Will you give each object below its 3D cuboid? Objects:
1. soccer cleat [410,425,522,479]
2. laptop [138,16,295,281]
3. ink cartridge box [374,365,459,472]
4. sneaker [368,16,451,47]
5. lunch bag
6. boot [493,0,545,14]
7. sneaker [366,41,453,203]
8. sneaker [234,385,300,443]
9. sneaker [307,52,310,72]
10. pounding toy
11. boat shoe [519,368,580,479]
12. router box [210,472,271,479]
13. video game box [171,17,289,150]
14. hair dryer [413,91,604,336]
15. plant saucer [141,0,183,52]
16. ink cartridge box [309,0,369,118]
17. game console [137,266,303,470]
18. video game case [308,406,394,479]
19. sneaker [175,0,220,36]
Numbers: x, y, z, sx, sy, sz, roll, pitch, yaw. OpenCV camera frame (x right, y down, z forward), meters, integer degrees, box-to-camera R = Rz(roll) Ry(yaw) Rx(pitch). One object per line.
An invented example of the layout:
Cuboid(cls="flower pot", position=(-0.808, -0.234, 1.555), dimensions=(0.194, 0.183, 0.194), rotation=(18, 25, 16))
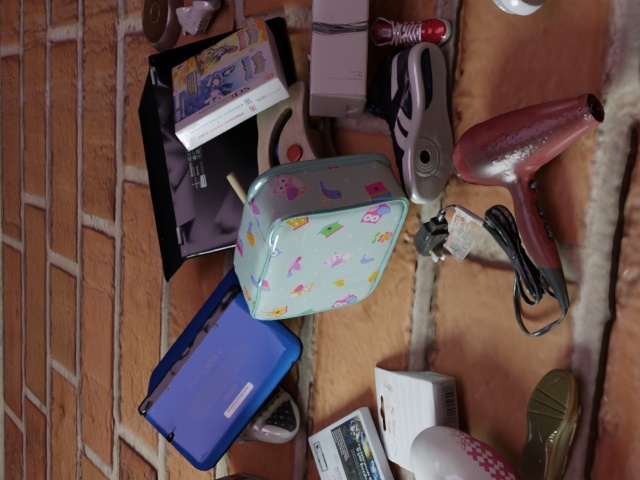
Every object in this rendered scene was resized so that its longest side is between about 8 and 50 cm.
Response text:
Cuboid(cls="soccer cleat", position=(0.211, 0.357, 0.878), dimensions=(0.331, 0.143, 0.116), rotation=(49, 113, 28))
Cuboid(cls="laptop", position=(-0.195, -0.152, 1.420), dimensions=(0.408, 0.236, 0.382), rotation=(-13, 81, 13))
Cuboid(cls="ink cartridge box", position=(0.140, 0.262, 1.088), dimensions=(0.179, 0.045, 0.145), rotation=(175, 90, -70))
Cuboid(cls="sneaker", position=(0.118, -0.286, 1.028), dimensions=(0.118, 0.067, 0.042), rotation=(10, 101, 51))
Cuboid(cls="lunch bag", position=(0.000, 0.000, 1.055), dimensions=(0.279, 0.224, 0.108), rotation=(108, 143, -54))
Cuboid(cls="boot", position=(0.191, -0.360, 0.926), dimensions=(0.123, 0.095, 0.258), rotation=(-41, 54, 52))
Cuboid(cls="sneaker", position=(0.118, -0.156, 1.042), dimensions=(0.121, 0.079, 0.217), rotation=(-2, 85, 56))
Cuboid(cls="sneaker", position=(-0.138, 0.329, 1.396), dimensions=(0.292, 0.110, 0.118), rotation=(6, 121, 46))
Cuboid(cls="sneaker", position=(0.007, -0.276, 1.204), dimensions=(0.083, 0.031, 0.035), rotation=(45, 140, 45))
Cuboid(cls="pounding toy", position=(-0.038, -0.113, 1.152), dimensions=(0.154, 0.155, 0.269), rotation=(-5, 83, 35))
Cuboid(cls="boat shoe", position=(0.281, 0.227, 0.895), dimensions=(0.056, 0.048, 0.153), rotation=(17, 100, 55))
Cuboid(cls="router box", position=(-0.195, 0.494, 1.277), dimensions=(0.301, 0.335, 0.082), rotation=(-10, 84, 52))
Cuboid(cls="video game box", position=(-0.152, -0.259, 1.219), dimensions=(0.187, 0.048, 0.205), rotation=(-25, 43, 9))
Cuboid(cls="hair dryer", position=(0.250, -0.051, 0.902), dimensions=(0.223, 0.080, 0.293), rotation=(36, 127, 26))
Cuboid(cls="plant saucer", position=(-0.351, -0.498, 1.634), dimensions=(0.168, 0.029, 0.168), rotation=(6, 98, 50))
Cuboid(cls="ink cartridge box", position=(0.026, -0.284, 1.072), dimensions=(0.139, 0.082, 0.191), rotation=(113, 160, -86))
Cuboid(cls="game console", position=(-0.182, 0.223, 1.372), dimensions=(0.250, 0.173, 0.293), rotation=(39, 96, 16))
Cuboid(cls="video game case", position=(0.057, 0.382, 1.196), dimensions=(0.173, 0.022, 0.190), rotation=(-44, 59, 48))
Cuboid(cls="sneaker", position=(-0.237, -0.443, 1.482), dimensions=(0.152, 0.054, 0.061), rotation=(5, 106, 57))
